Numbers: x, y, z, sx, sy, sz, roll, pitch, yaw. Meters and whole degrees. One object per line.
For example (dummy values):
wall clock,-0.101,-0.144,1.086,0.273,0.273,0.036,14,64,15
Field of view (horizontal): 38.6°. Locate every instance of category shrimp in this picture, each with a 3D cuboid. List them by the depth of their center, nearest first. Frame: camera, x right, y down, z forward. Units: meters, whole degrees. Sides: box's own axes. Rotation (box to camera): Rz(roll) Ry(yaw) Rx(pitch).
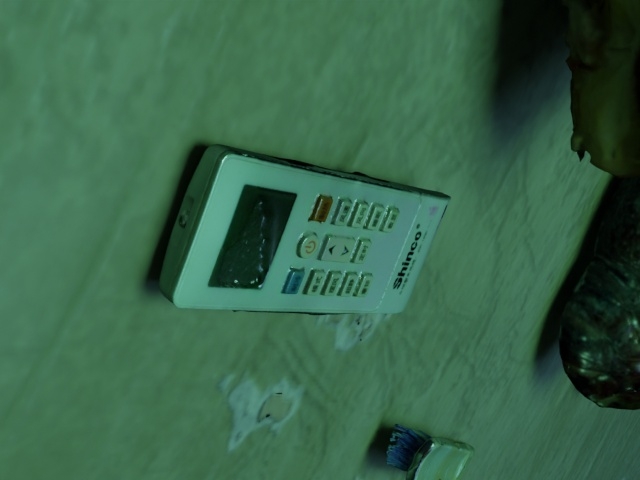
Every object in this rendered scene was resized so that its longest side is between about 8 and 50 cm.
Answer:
shrimp,0.301,-0.039,0.715,0.372,0.137,0.172,-55,-175,3

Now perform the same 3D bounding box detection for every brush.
brush,0.075,0.146,0.613,0.033,0.030,0.178,-66,159,-7

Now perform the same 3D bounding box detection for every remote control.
remote control,0.000,0.000,0.392,0.166,0.029,0.065,7,109,-51

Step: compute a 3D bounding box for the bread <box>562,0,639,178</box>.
bread,0.214,-0.208,0.409,0.277,0.167,0.324,-42,152,-29
